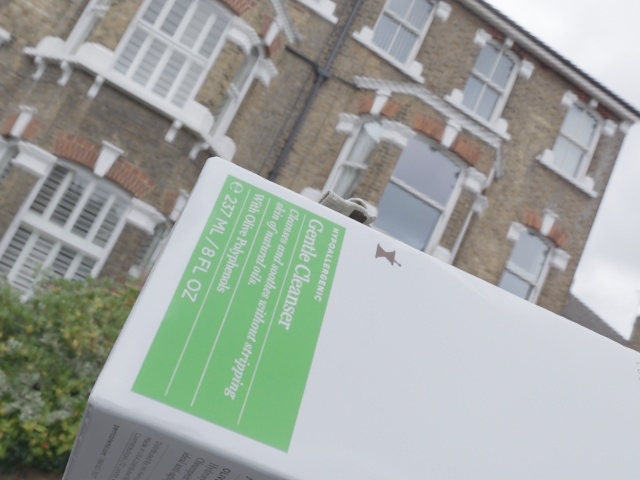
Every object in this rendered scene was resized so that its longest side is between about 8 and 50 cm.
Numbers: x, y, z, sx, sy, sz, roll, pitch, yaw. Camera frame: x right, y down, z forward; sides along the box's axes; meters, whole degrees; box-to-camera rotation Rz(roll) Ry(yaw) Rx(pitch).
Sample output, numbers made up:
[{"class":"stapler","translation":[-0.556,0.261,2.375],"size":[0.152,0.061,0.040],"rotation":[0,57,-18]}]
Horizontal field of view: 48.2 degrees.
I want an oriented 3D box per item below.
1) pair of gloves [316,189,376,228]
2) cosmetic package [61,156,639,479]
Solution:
[{"class":"pair of gloves","translation":[0.000,0.000,1.499],"size":[0.204,0.240,0.042],"rotation":[16,28,-52]},{"class":"cosmetic package","translation":[0.046,0.125,0.475],"size":[0.366,0.197,0.155],"rotation":[23,-43,-9]}]
